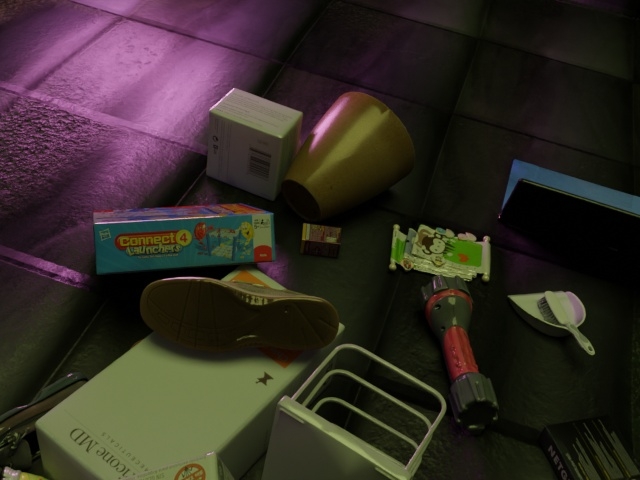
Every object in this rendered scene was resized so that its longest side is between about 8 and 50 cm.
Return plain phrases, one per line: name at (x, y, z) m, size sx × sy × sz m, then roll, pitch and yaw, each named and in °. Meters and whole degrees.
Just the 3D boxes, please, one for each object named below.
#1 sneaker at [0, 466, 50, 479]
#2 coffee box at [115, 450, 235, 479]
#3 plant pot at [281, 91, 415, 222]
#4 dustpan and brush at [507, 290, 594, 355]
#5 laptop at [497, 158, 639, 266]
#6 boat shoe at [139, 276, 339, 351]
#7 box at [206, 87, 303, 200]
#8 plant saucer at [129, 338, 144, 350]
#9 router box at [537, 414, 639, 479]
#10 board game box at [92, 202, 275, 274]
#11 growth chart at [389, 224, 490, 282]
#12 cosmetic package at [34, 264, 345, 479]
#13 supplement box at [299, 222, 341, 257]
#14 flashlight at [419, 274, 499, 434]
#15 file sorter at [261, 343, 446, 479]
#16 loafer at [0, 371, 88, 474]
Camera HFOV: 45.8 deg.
sneaker at (-0.405, 0.414, 1.037) m, size 0.094 × 0.081 × 0.209 m, roll 16°, pitch 48°, yaw -28°
coffee box at (-0.190, 0.460, 0.709) m, size 0.338 × 0.338 × 0.334 m, roll -17°, pitch 48°, yaw 1°
plant pot at (0.038, -0.162, 1.678) m, size 0.237 × 0.237 × 0.254 m, roll 35°, pitch 61°, yaw 24°
dustpan and brush at (0.484, 0.162, 1.515) m, size 0.147 × 0.060 × 0.211 m, roll -3°, pitch 44°, yaw -16°
laptop at (0.626, -0.104, 1.720) m, size 0.381 × 0.408 × 0.236 m, roll 18°, pitch 76°, yaw 8°
boat shoe at (-0.125, 0.114, 1.178) m, size 0.302 × 0.109 × 0.098 m, roll 5°, pitch 2°, yaw -6°
box at (-0.150, -0.216, 1.703) m, size 0.181 × 0.181 × 0.119 m, roll 22°, pitch 42°, yaw 12°
plant saucer at (-0.296, 0.207, 1.332) m, size 0.083 × 0.013 × 0.083 m, roll 6°, pitch 42°, yaw -5°
router box at (0.469, 0.387, 1.276) m, size 0.133 × 0.046 × 0.179 m, roll -4°, pitch 44°, yaw -16°
board game box at (-0.264, -0.011, 1.403) m, size 0.301 × 0.086 × 0.308 m, roll -4°, pitch 7°, yaw -17°
growth chart at (0.263, 0.024, 1.651) m, size 0.237 × 0.021 × 0.172 m, roll 8°, pitch 41°, yaw -4°
cosmetic package at (-0.187, 0.251, 1.198) m, size 0.230 × 0.161 × 0.453 m, roll 31°, pitch 46°, yaw 21°
supplement box at (0.000, 0.000, 1.602) m, size 0.083 × 0.043 × 0.055 m, roll 8°, pitch 42°, yaw -3°
flashlight at (0.256, 0.195, 1.391) m, size 0.103 × 0.103 × 0.304 m, roll 34°, pitch 28°, yaw -27°
file sorter at (0.044, 0.315, 1.091) m, size 0.192 × 0.278 × 0.173 m, roll 28°, pitch 43°, yaw 18°
loafer at (-0.441, 0.300, 1.143) m, size 0.084 × 0.096 × 0.267 m, roll 36°, pitch 45°, yaw 17°
